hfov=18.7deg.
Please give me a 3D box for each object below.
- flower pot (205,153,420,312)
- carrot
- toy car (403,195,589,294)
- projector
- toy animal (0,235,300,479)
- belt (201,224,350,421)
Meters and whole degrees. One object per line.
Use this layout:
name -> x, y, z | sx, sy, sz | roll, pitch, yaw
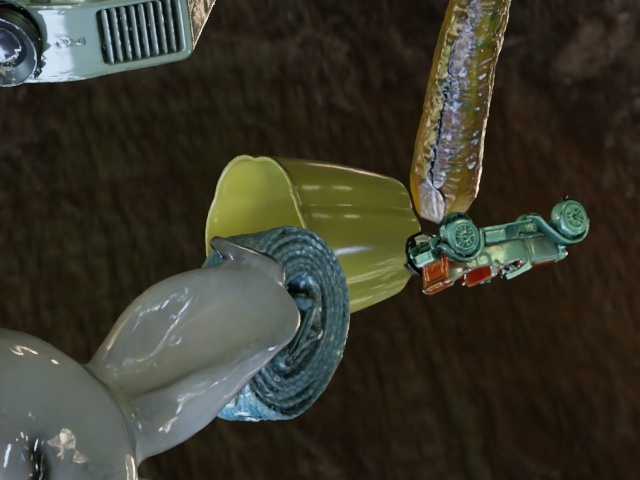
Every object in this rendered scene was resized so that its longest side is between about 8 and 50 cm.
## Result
flower pot -> 0.000, 0.000, 2.089 | 0.179, 0.195, 0.195 | -3, 143, -36
carrot -> 0.136, -0.141, 1.847 | 0.070, 0.070, 0.260 | 4, 114, -17
toy car -> 0.137, 0.004, 1.497 | 0.143, 0.054, 0.073 | -8, 169, -31
projector -> -0.218, -0.200, 1.486 | 0.270, 0.193, 0.088 | 2, 129, 12
toy animal -> -0.169, 0.082, 0.825 | 0.325, 0.154, 0.208 | -4, 106, -30
belt -> -0.040, 0.069, 1.588 | 0.082, 0.163, 0.148 | -8, 162, 40
